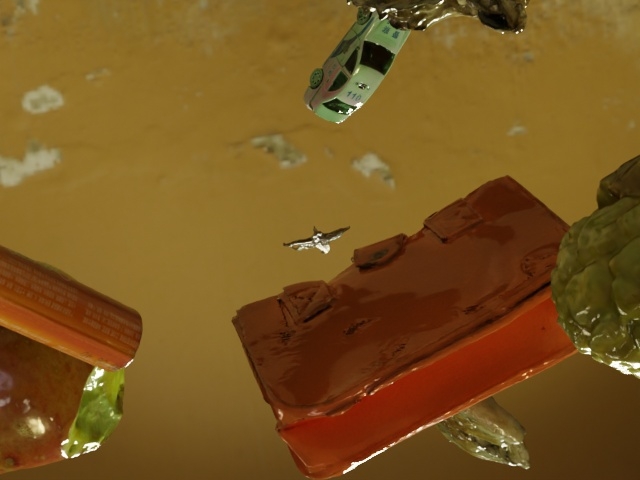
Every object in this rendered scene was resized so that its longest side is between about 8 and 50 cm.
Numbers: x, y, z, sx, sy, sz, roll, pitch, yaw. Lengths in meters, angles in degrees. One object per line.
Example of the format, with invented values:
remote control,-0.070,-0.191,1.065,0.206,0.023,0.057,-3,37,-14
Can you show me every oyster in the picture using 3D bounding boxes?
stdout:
oyster,0.169,-0.385,1.547,0.133,0.198,0.337,21,-179,-45

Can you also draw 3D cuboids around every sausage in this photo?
sausage,-0.364,0.072,1.373,0.093,0.093,0.312,4,158,45

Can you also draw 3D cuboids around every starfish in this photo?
starfish,0.000,0.000,1.380,0.086,0.016,0.092,-12,160,11

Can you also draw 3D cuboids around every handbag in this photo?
handbag,0.111,0.088,1.314,0.410,0.116,0.303,-27,-152,-3

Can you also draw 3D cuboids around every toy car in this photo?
toy car,0.066,-0.288,1.798,0.090,0.224,0.076,17,-146,-37

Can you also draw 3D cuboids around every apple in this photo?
apple,-0.470,0.190,1.679,0.339,0.340,0.339,-9,-168,2

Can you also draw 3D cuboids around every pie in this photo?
pie,0.207,0.250,1.761,0.075,0.337,0.337,-46,-158,-11

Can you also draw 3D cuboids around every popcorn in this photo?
popcorn,0.334,0.010,0.986,0.206,0.251,0.237,24,173,-17
